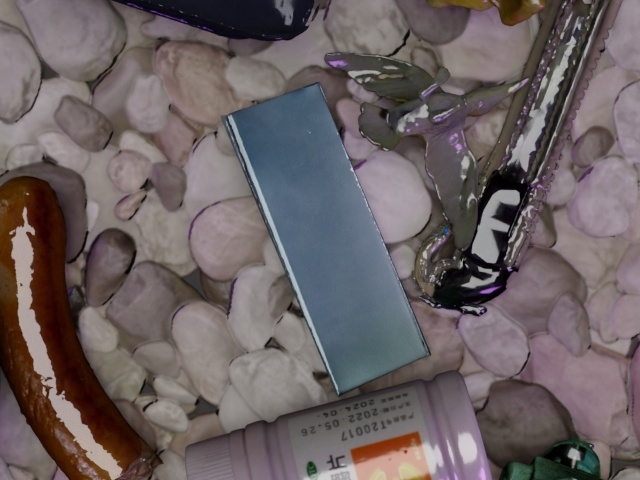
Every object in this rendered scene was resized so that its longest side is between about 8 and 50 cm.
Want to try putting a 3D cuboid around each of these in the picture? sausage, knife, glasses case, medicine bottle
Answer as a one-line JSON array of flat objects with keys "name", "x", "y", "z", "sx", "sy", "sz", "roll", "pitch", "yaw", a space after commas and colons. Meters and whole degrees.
[{"name": "sausage", "x": -0.236, "y": 0.092, "z": 1.351, "sx": 0.103, "sy": 0.076, "sz": 0.302, "roll": -22, "pitch": 90, "yaw": -6}, {"name": "knife", "x": 0.184, "y": -0.103, "z": 1.358, "sx": 0.089, "sy": 0.043, "sz": 0.365, "roll": 24, "pitch": 89, "yaw": 2}, {"name": "glasses case", "x": 0.000, "y": 0.000, "z": 1.364, "sx": 0.105, "sy": 0.056, "sz": 0.266, "roll": -22, "pitch": 88, "yaw": -23}, {"name": "medicine bottle", "x": 0.018, "y": 0.204, "z": 1.314, "sx": 0.249, "sy": 0.133, "sz": 0.133, "roll": -14, "pitch": 89, "yaw": 2}]

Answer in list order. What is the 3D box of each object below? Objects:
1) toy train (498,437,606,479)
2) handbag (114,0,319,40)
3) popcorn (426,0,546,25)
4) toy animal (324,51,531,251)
[{"name": "toy train", "x": 0.262, "y": 0.279, "z": 1.332, "sx": 0.248, "sy": 0.101, "sz": 0.159, "roll": 20, "pitch": 106, "yaw": 2}, {"name": "handbag", "x": -0.125, "y": -0.344, "z": 1.273, "sx": 0.329, "sy": 0.122, "sz": 0.303, "roll": 16, "pitch": 90, "yaw": -24}, {"name": "popcorn", "x": 0.144, "y": -0.306, "z": 1.273, "sx": 0.192, "sy": 0.233, "sz": 0.266, "roll": -7, "pitch": 63, "yaw": -4}, {"name": "toy animal", "x": 0.113, "y": -0.110, "z": 1.318, "sx": 0.155, "sy": 0.095, "sz": 0.219, "roll": -28, "pitch": 76, "yaw": 6}]
